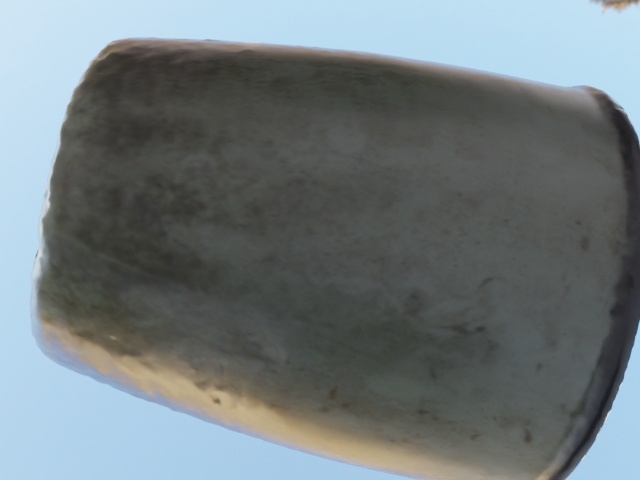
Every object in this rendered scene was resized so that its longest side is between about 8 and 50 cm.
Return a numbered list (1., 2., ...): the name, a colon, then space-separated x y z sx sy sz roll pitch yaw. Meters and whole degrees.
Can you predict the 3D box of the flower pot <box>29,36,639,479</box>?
1. flower pot: 0.000 0.000 0.507 0.330 0.293 0.293 14 -129 -7
